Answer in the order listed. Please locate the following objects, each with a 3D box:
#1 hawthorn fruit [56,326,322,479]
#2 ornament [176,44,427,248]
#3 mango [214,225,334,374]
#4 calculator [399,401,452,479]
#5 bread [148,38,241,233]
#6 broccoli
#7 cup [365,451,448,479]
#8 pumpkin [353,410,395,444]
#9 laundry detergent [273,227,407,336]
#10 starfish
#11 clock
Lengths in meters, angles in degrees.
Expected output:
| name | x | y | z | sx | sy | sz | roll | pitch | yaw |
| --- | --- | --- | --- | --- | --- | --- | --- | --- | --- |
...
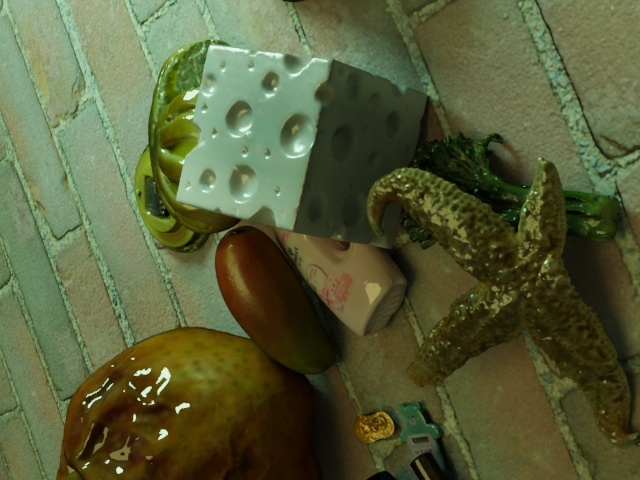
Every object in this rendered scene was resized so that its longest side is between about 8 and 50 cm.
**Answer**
| name | x | y | z | sx | sy | sz | roll | pitch | yaw |
| --- | --- | --- | --- | --- | --- | --- | --- | --- | --- |
| hawthorn fruit | -0.228 | 0.371 | 1.797 | 0.472 | 0.472 | 0.471 | 16 | 112 | 43 |
| ornament | -0.026 | -0.135 | 1.522 | 0.240 | 0.240 | 0.239 | 15 | 94 | 38 |
| mango | -0.078 | 0.109 | 1.732 | 0.289 | 0.129 | 0.146 | 54 | 176 | -3 |
| calculator | 0.166 | 0.326 | 1.673 | 0.094 | 0.019 | 0.141 | -23 | 85 | 50 |
| bread | -0.206 | -0.167 | 1.747 | 0.333 | 0.160 | 0.332 | -178 | 90 | -70 |
| broccoli | 0.254 | -0.050 | 1.405 | 0.304 | 0.145 | 0.164 | 11 | 114 | 31 |
| cup | 0.125 | 0.462 | 1.642 | 0.177 | 0.166 | 0.239 | 36 | 138 | 29 |
| pumpkin | 0.095 | 0.309 | 1.734 | 0.083 | 0.028 | 0.050 | -20 | 85 | 38 |
| laundry detergent | 0.000 | 0.000 | 1.699 | 0.335 | 0.088 | 0.159 | 48 | 132 | 26 |
| starfish | 0.232 | 0.097 | 1.383 | 0.324 | 0.082 | 0.432 | -9 | 112 | 25 |
| clock | -0.297 | -0.086 | 2.005 | 0.237 | 0.057 | 0.237 | 16 | 114 | 42 |
